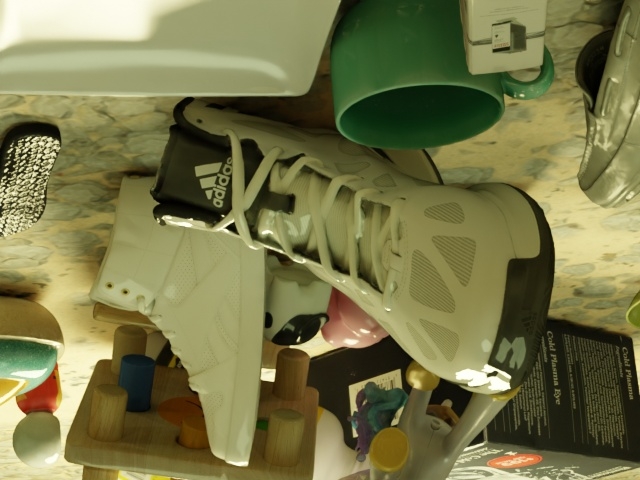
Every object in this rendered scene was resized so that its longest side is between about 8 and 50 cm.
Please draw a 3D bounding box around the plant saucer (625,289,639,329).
[{"bbox_3d":[0.478,0.060,2.141,0.241,0.037,0.241,-4,160,-2],"label":"plant saucer"}]

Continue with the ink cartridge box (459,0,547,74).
[{"bbox_3d":[0.125,-0.188,1.265,0.056,0.099,0.135,-7,162,3],"label":"ink cartridge box"}]

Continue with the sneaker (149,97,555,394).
[{"bbox_3d":[0.000,0.001,1.459,0.257,0.169,0.447,8,-168,-20],"label":"sneaker"}]

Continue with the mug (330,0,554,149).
[{"bbox_3d":[0.084,-0.137,1.403,0.158,0.097,0.129,5,158,-26],"label":"mug"}]

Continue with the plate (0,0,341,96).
[{"bbox_3d":[-0.125,-0.179,1.321,0.278,0.045,0.277,-1,161,-10],"label":"plate"}]

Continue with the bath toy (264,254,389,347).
[{"bbox_3d":[0.027,0.076,1.951,0.348,0.129,0.151,1,-157,-18],"label":"bath toy"}]

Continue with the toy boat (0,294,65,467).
[{"bbox_3d":[-0.386,0.165,2.085,0.267,0.148,0.318,-12,159,20],"label":"toy boat"}]

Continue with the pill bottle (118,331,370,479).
[{"bbox_3d":[-0.093,0.258,2.171,0.334,0.188,0.188,25,158,1],"label":"pill bottle"}]

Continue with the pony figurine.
[{"bbox_3d":[0.092,0.291,1.934,0.303,0.351,0.363,22,161,3],"label":"pony figurine"}]

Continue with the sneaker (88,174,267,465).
[{"bbox_3d":[-0.136,0.073,1.740,0.169,0.292,0.108,1,-167,-2],"label":"sneaker"}]

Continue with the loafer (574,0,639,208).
[{"bbox_3d":[0.261,-0.126,1.480,0.111,0.112,0.319,39,156,10],"label":"loafer"}]

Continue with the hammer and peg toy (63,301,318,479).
[{"bbox_3d":[-0.135,0.179,1.978,0.266,0.127,0.361,8,-163,-2],"label":"hammer and peg toy"}]

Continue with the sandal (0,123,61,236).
[{"bbox_3d":[-0.277,-0.060,1.650,0.067,0.040,0.179,0,146,-28],"label":"sandal"}]

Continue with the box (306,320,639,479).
[{"bbox_3d":[0.188,0.227,2.341,0.312,0.179,0.343,12,156,-41],"label":"box"}]
